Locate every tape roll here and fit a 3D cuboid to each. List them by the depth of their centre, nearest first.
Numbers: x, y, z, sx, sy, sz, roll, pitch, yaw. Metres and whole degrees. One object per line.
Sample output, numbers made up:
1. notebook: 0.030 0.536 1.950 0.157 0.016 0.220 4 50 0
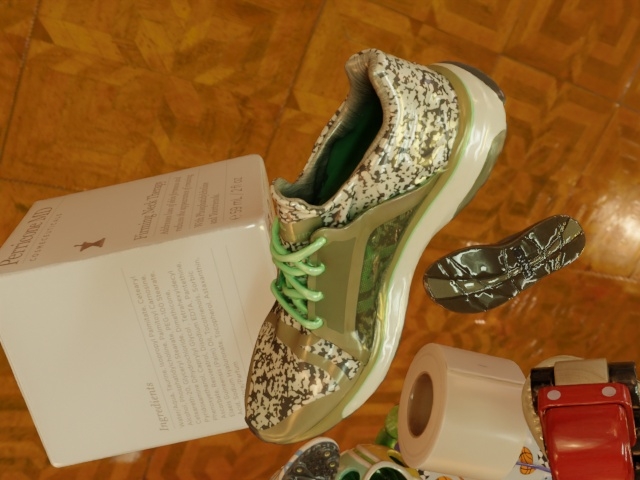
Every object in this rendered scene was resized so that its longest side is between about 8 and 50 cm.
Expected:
1. tape roll: 0.271 0.335 1.474 0.169 0.246 0.246 13 113 -11

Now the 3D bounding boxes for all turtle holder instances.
1. turtle holder: 0.131 0.540 1.609 0.320 0.243 0.227 -33 165 -27

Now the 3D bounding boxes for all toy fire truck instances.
1. toy fire truck: 0.288 0.285 0.841 0.159 0.246 0.217 -8 123 21

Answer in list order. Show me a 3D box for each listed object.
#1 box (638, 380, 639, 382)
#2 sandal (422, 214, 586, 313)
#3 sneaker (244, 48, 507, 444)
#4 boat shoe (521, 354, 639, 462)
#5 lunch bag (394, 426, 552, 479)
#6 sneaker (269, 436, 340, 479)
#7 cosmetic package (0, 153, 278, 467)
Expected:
1. box: 0.545 0.343 1.379 0.126 0.072 0.137 72 31 -41
2. sandal: 0.238 0.029 0.987 0.219 0.060 0.089 -27 92 -5
3. sneaker: 0.000 0.000 0.697 0.182 0.158 0.410 17 102 -44
4. boat shoe: 0.504 0.345 1.055 0.186 0.500 0.156 -57 155 4
5. lunch bag: 0.357 0.558 1.955 0.386 0.238 0.327 16 127 -25
6. sneaker: -0.040 0.380 1.202 0.085 0.086 0.237 15 126 -19
7. cosmetic package: -0.246 0.095 1.186 0.394 0.329 0.327 -12 113 -1
